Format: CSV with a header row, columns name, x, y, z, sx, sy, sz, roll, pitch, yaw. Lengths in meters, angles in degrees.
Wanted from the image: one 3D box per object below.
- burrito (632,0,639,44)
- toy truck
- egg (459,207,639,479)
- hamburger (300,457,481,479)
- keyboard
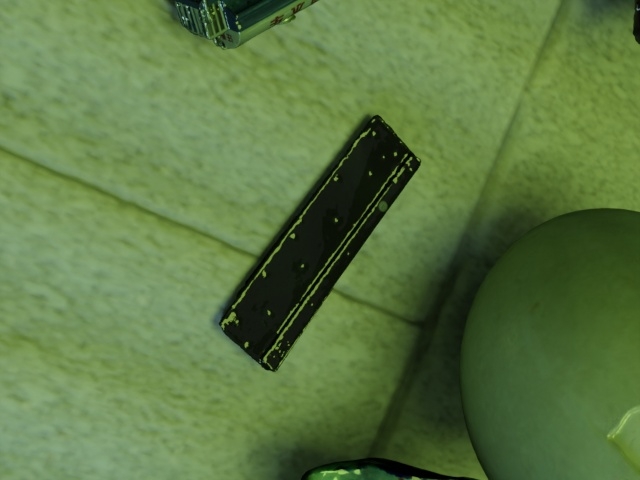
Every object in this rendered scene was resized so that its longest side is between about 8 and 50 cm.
name,x,y,z,sx,sy,sz,roll,pitch,yaw
burrito,0.356,-0.328,1.243,0.190,0.135,0.332,-22,117,-30
toy truck,-0.021,-0.217,1.088,0.201,0.074,0.088,-33,126,-26
egg,0.261,0.137,1.236,0.278,0.336,0.278,0,132,0
hamburger,0.041,0.296,1.265,0.260,0.150,0.276,23,105,-23
keyboard,0.000,0.000,1.205,0.072,0.023,0.231,44,75,-31
